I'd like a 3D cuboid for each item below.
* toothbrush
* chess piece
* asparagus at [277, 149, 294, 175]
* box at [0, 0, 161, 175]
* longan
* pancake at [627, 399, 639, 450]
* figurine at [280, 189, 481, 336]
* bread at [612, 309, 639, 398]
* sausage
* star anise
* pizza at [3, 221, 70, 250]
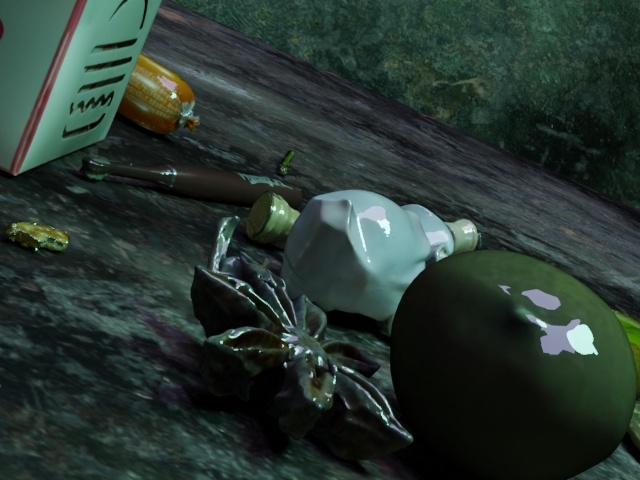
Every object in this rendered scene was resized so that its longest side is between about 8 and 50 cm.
[{"bbox_3d":[-0.142,-0.068,1.472,0.041,0.041,0.364,35,17,33],"label":"toothbrush"},{"bbox_3d":[0.000,0.000,1.438,0.172,0.060,0.060,23,13,-26],"label":"chess piece"},{"bbox_3d":[-0.052,-0.115,1.856,0.127,0.018,0.015,-75,140,-74],"label":"asparagus"},{"bbox_3d":[-0.349,-0.281,1.330,0.312,0.300,0.314,26,14,2],"label":"box"},{"bbox_3d":[0.159,0.110,1.037,0.220,0.197,0.196,30,13,38],"label":"longan"},{"bbox_3d":[0.436,0.247,1.354,0.250,0.031,0.250,24,13,-6],"label":"pancake"},{"bbox_3d":[0.069,0.018,1.331,0.276,0.133,0.200,7,40,-51],"label":"figurine"},{"bbox_3d":[0.314,0.117,1.501,0.236,0.070,0.236,20,9,-3],"label":"bread"},{"bbox_3d":[-0.289,-0.231,1.705,0.312,0.093,0.093,30,14,17],"label":"sausage"},{"bbox_3d":[-0.031,0.087,0.999,0.230,0.081,0.262,7,34,-53],"label":"star anise"},{"bbox_3d":[-0.246,-0.002,1.084,0.037,0.016,0.083,31,11,25],"label":"pizza"}]
